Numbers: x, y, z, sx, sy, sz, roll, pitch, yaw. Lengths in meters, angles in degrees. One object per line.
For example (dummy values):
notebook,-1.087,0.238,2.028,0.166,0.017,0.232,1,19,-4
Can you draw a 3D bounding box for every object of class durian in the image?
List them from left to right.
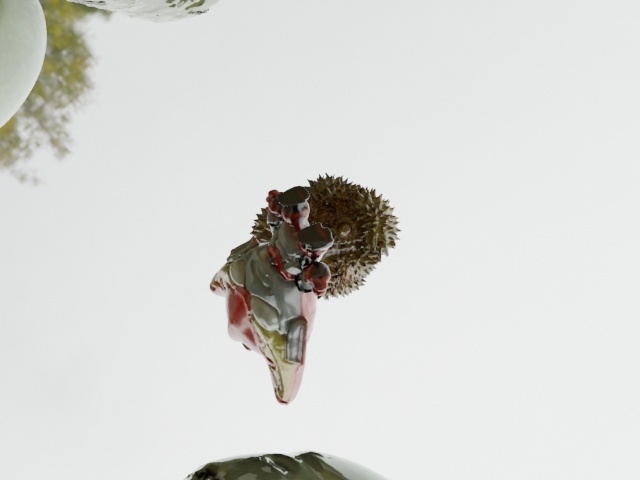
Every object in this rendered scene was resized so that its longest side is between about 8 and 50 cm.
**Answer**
durian,0.000,0.000,1.175,0.168,0.158,0.137,141,-47,-68

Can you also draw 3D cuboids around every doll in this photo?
doll,-0.028,0.029,0.705,0.057,0.169,0.109,-19,-115,-34

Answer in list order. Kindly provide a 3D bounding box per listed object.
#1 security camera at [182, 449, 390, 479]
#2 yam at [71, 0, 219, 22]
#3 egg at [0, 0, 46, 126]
security camera,0.006,0.210,0.571,0.191,0.197,0.277,2,-167,-25
yam,-0.172,-0.266,0.870,0.161,0.161,0.268,-21,176,18
egg,-0.505,-0.223,1.325,0.352,0.259,0.258,-36,-144,-17
